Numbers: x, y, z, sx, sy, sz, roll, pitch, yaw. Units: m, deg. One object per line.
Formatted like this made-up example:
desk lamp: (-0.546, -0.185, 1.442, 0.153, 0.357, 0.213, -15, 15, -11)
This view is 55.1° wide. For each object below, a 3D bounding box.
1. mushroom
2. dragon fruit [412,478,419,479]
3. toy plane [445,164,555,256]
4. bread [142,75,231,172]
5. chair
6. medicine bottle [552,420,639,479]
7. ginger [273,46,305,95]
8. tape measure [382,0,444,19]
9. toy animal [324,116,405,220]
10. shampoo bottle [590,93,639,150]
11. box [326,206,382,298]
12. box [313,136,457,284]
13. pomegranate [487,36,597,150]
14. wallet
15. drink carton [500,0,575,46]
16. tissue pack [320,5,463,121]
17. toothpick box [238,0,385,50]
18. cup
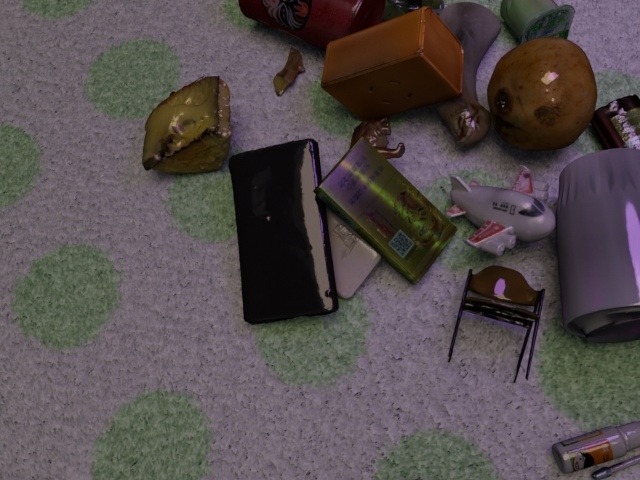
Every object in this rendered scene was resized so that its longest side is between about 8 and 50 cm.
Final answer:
mushroom: (0.350, -0.413, 1.526, 0.177, 0.126, 0.397, 12, 68, 2)
dragon fruit: (0.179, 0.585, 1.177, 0.219, 0.148, 0.223, 13, 58, -21)
toy plane: (0.399, -0.072, 1.367, 0.252, 0.118, 0.252, -11, 48, 12)
bread: (-0.315, -0.283, 1.537, 0.262, 0.163, 0.204, -16, 68, 25)
chair: (0.373, 0.157, 1.297, 0.159, 0.172, 0.246, 15, 79, 13)
medicine bottle: (0.583, 0.418, 1.225, 0.221, 0.061, 0.092, -18, 93, 0)
ginger: (-0.083, -0.449, 1.631, 0.057, 0.044, 0.137, 16, 70, 31)
tape measure: (0.245, -0.642, 1.611, 0.178, 0.154, 0.087, 4, 64, 3)
toy animal: (0.092, -0.173, 1.491, 0.158, 0.097, 0.312, 34, 78, 27)
shampoo bottle: (0.750, -0.178, 1.410, 0.129, 0.084, 0.323, -20, 69, 1)
box: (0.000, 0.000, 1.438, 0.285, 0.044, 0.142, 39, 95, 18)
box: (0.150, -0.067, 1.382, 0.311, 0.043, 0.173, 42, 69, -8)
pomegranate: (0.505, -0.330, 1.397, 0.261, 0.260, 0.260, -2, 69, 6)
wallet: (-0.089, -0.021, 1.414, 0.229, 0.062, 0.405, -10, 79, 15)
drink carton: (0.537, -0.570, 1.556, 0.146, 0.144, 0.142, -22, 63, -2)
tissue pack: (0.168, -0.409, 1.442, 0.275, 0.194, 0.145, -8, 70, 37)
toothpick box: (-0.022, -0.622, 1.603, 0.333, 0.204, 0.204, 28, 75, 14)
cup: (0.621, 0.017, 1.265, 0.253, 0.253, 0.371, 1, 68, 7)
